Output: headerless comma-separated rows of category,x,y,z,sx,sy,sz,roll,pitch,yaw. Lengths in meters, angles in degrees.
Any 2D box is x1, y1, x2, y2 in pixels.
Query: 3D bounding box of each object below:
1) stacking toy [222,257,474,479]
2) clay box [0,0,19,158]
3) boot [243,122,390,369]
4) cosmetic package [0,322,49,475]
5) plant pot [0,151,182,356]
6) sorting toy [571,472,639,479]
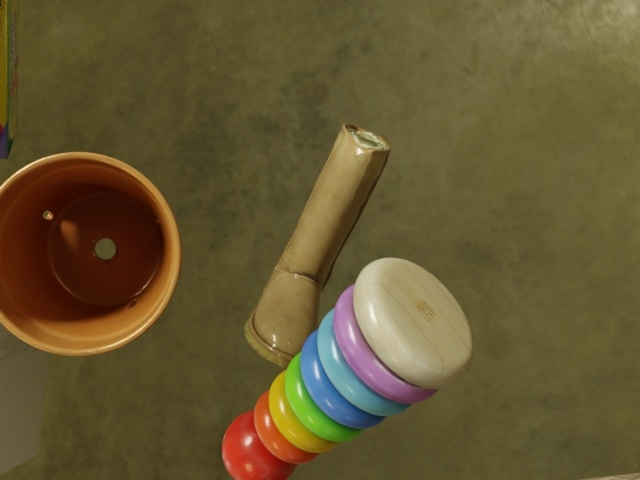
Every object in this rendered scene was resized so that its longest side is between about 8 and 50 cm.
stacking toy,0.001,0.161,0.895,0.330,0.141,0.141,-43,65,34
clay box,-0.305,-0.168,0.665,0.222,0.127,0.053,112,162,-47
boot,0.000,0.000,1.048,0.089,0.236,0.270,24,105,-13
cosmetic package,-0.582,0.204,1.454,0.196,0.155,0.366,18,108,21
plant pot,-0.348,0.018,1.300,0.290,0.203,0.291,0,91,-4
sorting toy,0.252,0.299,0.945,0.193,0.208,0.038,-36,63,58
